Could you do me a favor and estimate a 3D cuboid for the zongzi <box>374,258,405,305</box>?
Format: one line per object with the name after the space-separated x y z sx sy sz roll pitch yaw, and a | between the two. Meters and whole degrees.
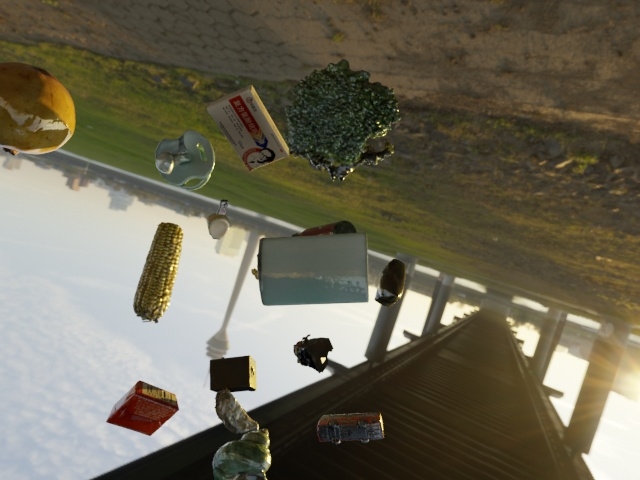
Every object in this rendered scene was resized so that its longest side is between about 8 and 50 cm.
0.325 0.167 1.787 0.112 0.220 0.242 20 162 3 | zongzi

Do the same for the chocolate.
-0.834 0.792 1.935 0.237 0.235 0.108 36 -163 -31 | chocolate

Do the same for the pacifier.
-0.685 -0.375 1.985 0.344 0.287 0.269 -14 -166 25 | pacifier

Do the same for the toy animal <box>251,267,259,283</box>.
-0.330 0.205 2.299 0.159 0.083 0.070 54 176 -25 | toy animal

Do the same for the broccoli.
0.067 -0.356 1.253 0.324 0.334 0.272 35 -158 24 | broccoli

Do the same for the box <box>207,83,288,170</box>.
-0.313 -0.489 1.822 0.215 0.069 0.353 -18 135 16 | box

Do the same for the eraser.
-0.017 0.078 1.095 0.291 0.188 0.104 -3 167 8 | eraser

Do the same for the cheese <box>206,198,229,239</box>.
-0.399 -0.080 1.586 0.093 0.171 0.047 -18 -137 -30 | cheese

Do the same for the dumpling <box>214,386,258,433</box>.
-0.471 0.928 2.147 0.332 0.166 0.086 59 -174 -19 | dumpling

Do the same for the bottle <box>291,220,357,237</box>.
0.000 0.000 1.860 0.336 0.143 0.144 -8 161 43 | bottle

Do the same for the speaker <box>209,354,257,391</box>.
-0.489 0.768 2.345 0.233 0.183 0.254 -6 155 0 | speaker

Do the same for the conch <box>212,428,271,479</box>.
-0.252 0.763 1.371 0.221 0.277 0.195 24 142 2 | conch

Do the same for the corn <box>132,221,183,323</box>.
-0.496 0.097 1.265 0.115 0.317 0.115 12 168 3 | corn

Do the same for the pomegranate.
-0.837 -0.363 1.158 0.265 0.264 0.264 19 180 0 | pomegranate

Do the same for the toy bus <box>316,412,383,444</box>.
0.090 0.557 1.220 0.193 0.064 0.077 -7 -173 12 | toy bus

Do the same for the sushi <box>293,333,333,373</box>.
-0.051 0.538 1.983 0.151 0.152 0.172 -14 -164 33 | sushi
